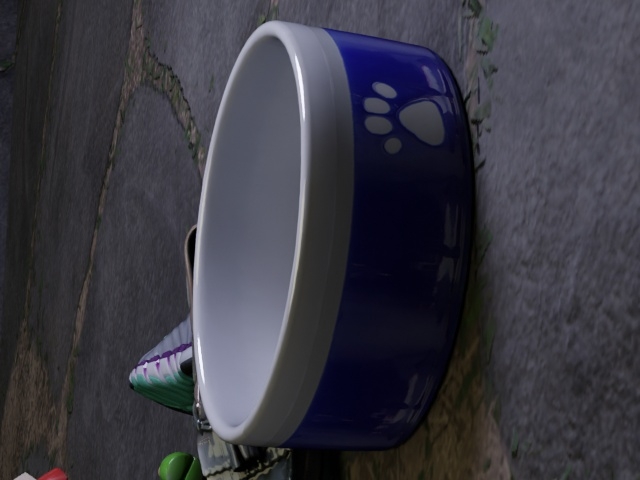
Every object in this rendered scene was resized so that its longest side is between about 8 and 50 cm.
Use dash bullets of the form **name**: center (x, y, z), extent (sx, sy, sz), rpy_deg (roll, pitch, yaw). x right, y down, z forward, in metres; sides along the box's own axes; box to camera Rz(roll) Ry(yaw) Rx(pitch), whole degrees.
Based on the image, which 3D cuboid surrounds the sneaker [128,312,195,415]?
- **sneaker**: center (-0.088, 0.084, 1.502), extent (0.223, 0.083, 0.098), rpy_deg (-25, 42, 64)

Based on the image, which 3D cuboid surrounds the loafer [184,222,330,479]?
- **loafer**: center (-0.060, 0.099, 1.293), extent (0.096, 0.084, 0.267), rpy_deg (-30, 42, 19)

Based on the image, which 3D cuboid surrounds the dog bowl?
- **dog bowl**: center (0.000, 0.000, 1.151), extent (0.265, 0.104, 0.265), rpy_deg (-174, 90, -74)

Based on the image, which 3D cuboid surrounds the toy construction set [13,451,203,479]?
- **toy construction set**: center (-0.214, 0.311, 1.465), extent (0.237, 0.308, 0.257), rpy_deg (168, 99, -67)
